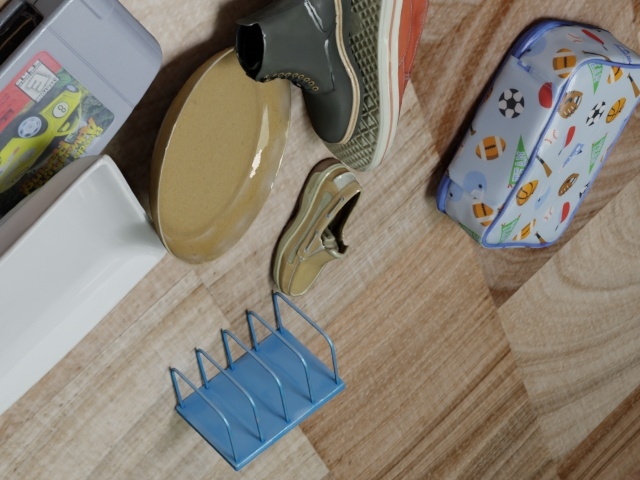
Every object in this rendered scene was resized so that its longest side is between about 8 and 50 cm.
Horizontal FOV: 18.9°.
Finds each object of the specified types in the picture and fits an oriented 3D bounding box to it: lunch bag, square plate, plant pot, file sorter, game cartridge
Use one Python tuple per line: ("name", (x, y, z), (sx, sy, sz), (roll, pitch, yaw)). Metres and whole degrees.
("lunch bag", (0.281, -0.124, 2.405), (0.243, 0.115, 0.303), (-3, 128, -55))
("square plate", (-0.307, 0.073, 1.840), (0.347, 0.049, 0.344), (-44, 167, -6))
("plant pot", (-0.106, -0.090, 1.936), (0.236, 0.032, 0.236), (-44, 145, -42))
("file sorter", (-0.077, 0.160, 2.262), (0.170, 0.118, 0.104), (-37, 146, -20))
("game cartridge", (-0.276, -0.103, 1.731), (0.294, 0.060, 0.196), (-47, 156, 0))

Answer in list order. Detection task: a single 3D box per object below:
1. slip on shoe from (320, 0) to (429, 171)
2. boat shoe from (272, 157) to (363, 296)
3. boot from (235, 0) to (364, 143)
("slip on shoe", (0.060, -0.208, 1.998), (0.101, 0.123, 0.331), (-31, 143, -35))
("boat shoe", (0.000, 0.000, 2.211), (0.068, 0.072, 0.190), (-21, 142, -40))
("boot", (-0.030, -0.165, 1.926), (0.137, 0.077, 0.198), (-38, 130, -39))
